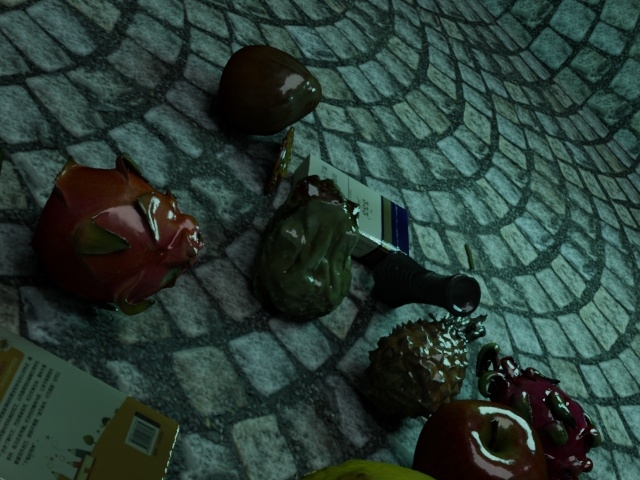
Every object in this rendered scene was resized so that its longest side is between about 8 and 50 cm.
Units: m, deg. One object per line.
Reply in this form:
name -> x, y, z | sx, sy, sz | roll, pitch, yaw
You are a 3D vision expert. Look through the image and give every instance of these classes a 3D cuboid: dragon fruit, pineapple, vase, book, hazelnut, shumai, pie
dragon fruit -> 0.387, 0.338, 1.730 | 0.219, 0.198, 0.273 | -1, 29, -33
pineapple -> 0.213, 0.205, 1.693 | 0.175, 0.175, 0.361 | 53, 31, 11
vase -> 0.198, 0.088, 1.726 | 0.115, 0.115, 0.237 | 27, -6, -25
book -> -0.329, 0.249, 1.196 | 0.295, 0.020, 0.207 | 33, 36, -17
hazelnut -> -0.106, -0.306, 1.865 | 0.210, 0.210, 0.186 | -16, 69, -53
shumai -> -0.001, 0.001, 1.639 | 0.189, 0.218, 0.255 | 24, 38, -14
pie -> -0.072, -0.171, 1.850 | 0.033, 0.088, 0.191 | 15, 39, -2
dragon fruit -> -0.292, -0.007, 1.342 | 0.227, 0.224, 0.224 | 31, 36, -11

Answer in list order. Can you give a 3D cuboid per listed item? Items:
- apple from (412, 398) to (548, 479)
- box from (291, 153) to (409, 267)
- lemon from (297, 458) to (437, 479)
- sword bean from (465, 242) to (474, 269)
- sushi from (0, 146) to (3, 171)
apple -> 0.250, 0.377, 1.510 | 0.230, 0.230, 0.230 | 28, 38, -24
box -> 0.063, -0.050, 1.878 | 0.259, 0.071, 0.168 | 30, 37, -22
lemon -> 0.061, 0.453, 1.109 | 0.350, 0.387, 0.350 | 0, 14, 0
sword bean -> 0.343, 0.037, 2.137 | 0.012, 0.012, 0.083 | 25, 37, -27
sushi -> -0.573, -0.127, 1.095 | 0.352, 0.294, 0.178 | 41, 37, -2
